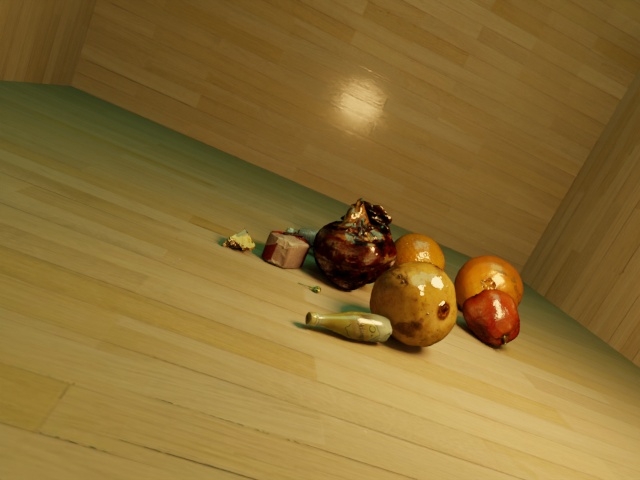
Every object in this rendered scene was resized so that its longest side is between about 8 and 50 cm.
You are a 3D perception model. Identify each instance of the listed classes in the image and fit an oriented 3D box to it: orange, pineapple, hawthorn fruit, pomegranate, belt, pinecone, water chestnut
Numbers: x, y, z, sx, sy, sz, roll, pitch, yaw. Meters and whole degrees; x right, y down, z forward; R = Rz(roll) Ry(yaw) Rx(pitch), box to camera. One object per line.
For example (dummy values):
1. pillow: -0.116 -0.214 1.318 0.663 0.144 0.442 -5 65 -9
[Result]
1. orange: 0.437 0.096 2.144 0.274 0.274 0.274 23 13 -6
2. pineapple: -0.293 -0.001 1.638 0.114 0.077 0.114 -9 30 -45
3. orange: 0.789 0.226 2.190 0.312 0.312 0.312 23 13 -6
4. hawthorn fruit: 0.706 0.326 1.895 0.224 0.224 0.260 18 38 -28
5. pomegranate: 0.300 0.205 1.483 0.281 0.281 0.281 23 13 -6
6. belt: -0.122 0.025 1.721 0.128 0.124 0.201 30 13 30
7. pinecone: 0.197 -0.014 2.110 0.242 0.295 0.298 9 -19 -11
8. water chestnut: 0.136 0.014 1.778 0.336 0.346 0.335 13 15 -4

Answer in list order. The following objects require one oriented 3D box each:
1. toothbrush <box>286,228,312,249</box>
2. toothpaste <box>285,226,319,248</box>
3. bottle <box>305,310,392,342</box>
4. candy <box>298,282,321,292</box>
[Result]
1. toothbrush: -0.092 -0.005 2.122 0.022 0.017 0.204 -15 36 -40
2. toothpaste: 0.000 0.000 1.989 0.300 0.113 0.073 11 -24 7
3. bottle: 0.080 0.242 1.332 0.270 0.083 0.083 12 18 -27
4. candy: -0.038 0.159 1.584 0.083 0.025 0.023 17 -15 5
